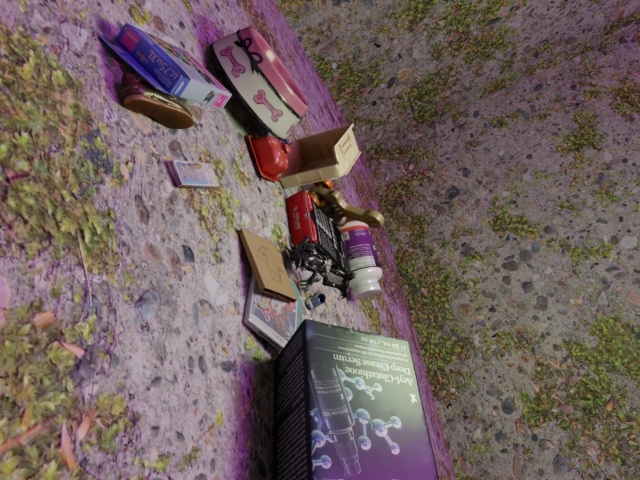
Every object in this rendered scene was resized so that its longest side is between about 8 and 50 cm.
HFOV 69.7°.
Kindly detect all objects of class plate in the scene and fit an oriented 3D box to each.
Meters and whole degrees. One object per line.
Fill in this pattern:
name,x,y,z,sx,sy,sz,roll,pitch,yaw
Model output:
plate,-0.092,0.178,1.402,0.188,0.024,0.188,56,22,-36

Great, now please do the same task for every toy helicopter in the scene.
toy helicopter,0.097,-0.113,1.888,0.140,0.355,0.235,-55,150,-26

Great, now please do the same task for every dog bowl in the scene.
dog bowl,-0.195,-0.563,1.623,0.408,0.150,0.408,51,14,-18

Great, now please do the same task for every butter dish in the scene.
butter dish,-0.161,-0.301,1.606,0.160,0.118,0.160,70,17,8

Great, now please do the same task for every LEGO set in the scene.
LEGO set,-0.151,-0.428,1.905,0.244,0.060,0.182,45,33,-55

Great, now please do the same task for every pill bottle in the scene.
pill bottle,0.165,0.087,2.039,0.181,0.181,0.323,33,39,-63

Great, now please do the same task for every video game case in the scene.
video game case,-0.127,0.187,1.233,0.183,0.023,0.201,46,26,-31

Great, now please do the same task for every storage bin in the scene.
storage bin,-0.010,-0.319,1.770,0.123,0.262,0.260,68,30,-25

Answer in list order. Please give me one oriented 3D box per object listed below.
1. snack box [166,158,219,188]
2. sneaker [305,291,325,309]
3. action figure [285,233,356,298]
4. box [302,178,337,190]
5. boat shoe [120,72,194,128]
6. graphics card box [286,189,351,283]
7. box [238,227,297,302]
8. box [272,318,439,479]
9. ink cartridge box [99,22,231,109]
snack box,-0.310,-0.162,1.136,0.064,0.022,0.178,70,16,0
sneaker,-0.005,0.203,1.583,0.052,0.058,0.135,68,16,-4
action figure,-0.022,0.095,1.537,0.275,0.141,0.164,33,37,-17
box,-0.013,-0.287,2.031,0.091,0.130,0.170,69,16,-2
boat shoe,-0.368,-0.318,1.056,0.207,0.073,0.073,17,56,-70
graphics card box,0.000,0.000,1.786,0.371,0.094,0.233,44,29,-52
box,-0.146,0.071,1.281,0.164,0.021,0.201,33,28,-56
box,0.062,0.418,1.045,0.293,0.212,0.395,15,43,-20
ink cartridge box,-0.359,-0.419,1.120,0.186,0.065,0.311,44,18,5
